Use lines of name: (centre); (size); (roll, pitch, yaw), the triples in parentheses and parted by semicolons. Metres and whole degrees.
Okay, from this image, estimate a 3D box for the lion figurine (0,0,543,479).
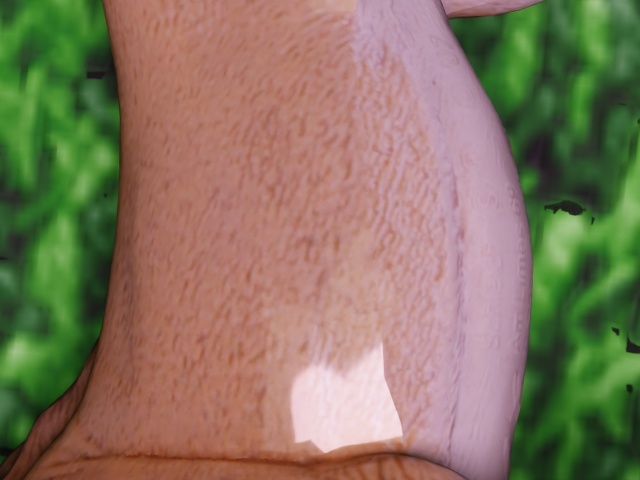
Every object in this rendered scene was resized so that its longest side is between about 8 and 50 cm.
lion figurine: (0.000, 0.000, 0.345); (0.240, 0.142, 0.392); (3, 74, 18)
